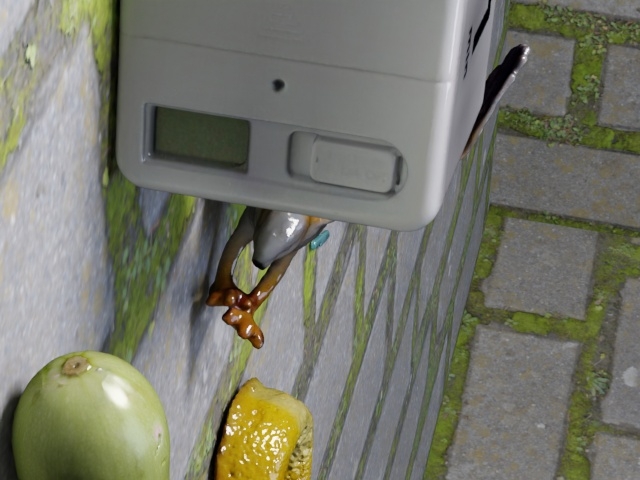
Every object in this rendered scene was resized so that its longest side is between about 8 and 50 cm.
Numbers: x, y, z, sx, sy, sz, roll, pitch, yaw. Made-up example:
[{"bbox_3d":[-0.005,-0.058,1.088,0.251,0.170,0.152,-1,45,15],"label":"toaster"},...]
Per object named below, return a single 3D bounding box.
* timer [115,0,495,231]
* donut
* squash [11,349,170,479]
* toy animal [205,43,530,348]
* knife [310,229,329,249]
[{"bbox_3d":[-0.001,-0.138,1.075,0.195,0.192,0.194,-63,160,-62],"label":"timer"},{"bbox_3d":[-0.049,0.207,1.545,0.162,0.065,0.178,-64,162,-59],"label":"donut"},{"bbox_3d":[-0.124,0.165,0.989,0.083,0.083,0.250,-68,166,-54],"label":"squash"},{"bbox_3d":[-0.016,-0.073,1.368,0.302,0.225,0.284,-63,-178,-4],"label":"toy animal"},{"bbox_3d":[0.000,0.000,1.824,0.091,0.005,0.014,-42,140,-77],"label":"knife"}]
